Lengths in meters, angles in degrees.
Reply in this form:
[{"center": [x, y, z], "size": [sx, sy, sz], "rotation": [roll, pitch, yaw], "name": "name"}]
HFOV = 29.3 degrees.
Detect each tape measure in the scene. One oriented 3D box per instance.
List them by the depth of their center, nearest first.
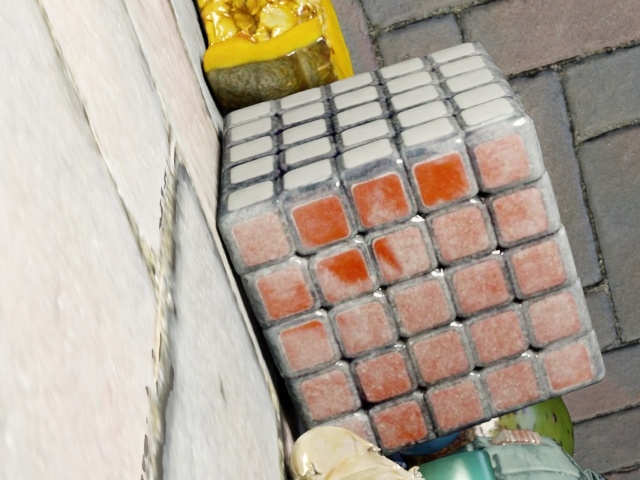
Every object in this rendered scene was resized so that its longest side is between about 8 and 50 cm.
[{"center": [0.204, 0.342, 1.402], "size": [0.275, 0.256, 0.147], "rotation": [25, 29, -33], "name": "tape measure"}]

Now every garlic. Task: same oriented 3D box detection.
[{"center": [0.023, 0.180, 0.844], "size": [0.074, 0.094, 0.113], "rotation": [-24, -92, 53], "name": "garlic"}]

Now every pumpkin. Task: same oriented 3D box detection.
[{"center": [-0.050, -0.202, 1.134], "size": [0.126, 0.131, 0.248], "rotation": [57, 19, -49], "name": "pumpkin"}]

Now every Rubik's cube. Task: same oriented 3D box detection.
[{"center": [0.062, 0.002, 0.975], "size": [0.237, 0.238, 0.237], "rotation": [-103, 175, -66], "name": "Rubik's cube"}]

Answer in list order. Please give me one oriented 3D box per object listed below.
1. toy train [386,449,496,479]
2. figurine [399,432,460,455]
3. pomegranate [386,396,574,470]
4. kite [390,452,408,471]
[{"center": [0.108, 0.294, 1.023], "size": [0.101, 0.159, 0.248], "rotation": [53, 21, -68], "name": "toy train"}, {"center": [0.057, 0.043, 1.272], "size": [0.298, 0.243, 0.416], "rotation": [-118, -152, -54], "name": "figurine"}, {"center": [0.176, 0.309, 1.596], "size": [0.285, 0.285, 0.341], "rotation": [42, 61, -84], "name": "pomegranate"}, {"center": [0.061, 0.239, 0.973], "size": [0.245, 0.141, 0.015], "rotation": [66, -33, 24], "name": "kite"}]
